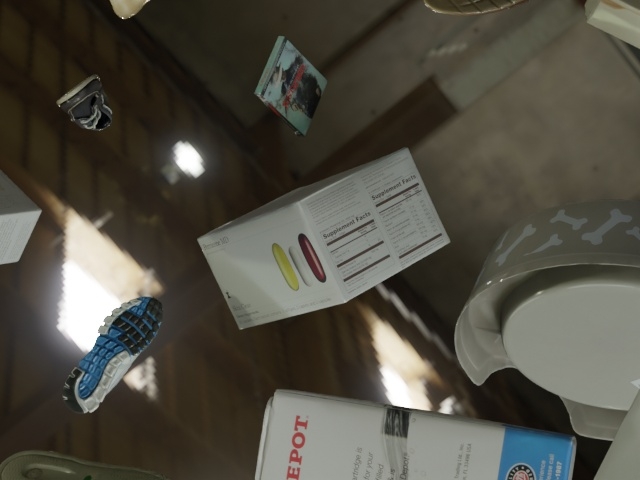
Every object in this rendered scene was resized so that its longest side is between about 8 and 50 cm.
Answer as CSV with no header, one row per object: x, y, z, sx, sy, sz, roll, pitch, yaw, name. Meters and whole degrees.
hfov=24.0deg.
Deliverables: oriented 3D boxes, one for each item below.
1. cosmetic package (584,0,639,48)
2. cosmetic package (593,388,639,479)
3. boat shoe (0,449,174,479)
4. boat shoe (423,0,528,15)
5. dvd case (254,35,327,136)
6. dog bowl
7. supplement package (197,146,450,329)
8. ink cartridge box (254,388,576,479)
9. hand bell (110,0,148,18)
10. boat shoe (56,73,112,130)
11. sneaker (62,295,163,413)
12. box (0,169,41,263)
0.351,-0.242,1.657,0.115,0.041,0.060,25,-151,-8,cosmetic package
0.393,0.251,0.957,0.394,0.327,0.329,-4,-144,-36,cosmetic package
-0.205,0.268,1.462,0.084,0.233,0.079,-52,-34,-53,boat shoe
0.189,-0.268,1.569,0.060,0.178,0.064,126,130,-82,boat shoe
-0.038,-0.201,1.972,0.013,0.087,0.119,11,162,36,dvd case
0.320,0.086,1.588,0.349,0.349,0.102,42,-132,-35,dog bowl
0.000,0.000,2.034,0.204,0.262,0.145,-28,-85,-36,supplement package
0.117,0.362,1.965,0.166,0.395,0.285,28,-109,-77,ink cartridge box
-0.030,-0.226,1.109,0.126,0.242,0.126,1,-90,-84,hand bell
-0.354,-0.207,2.321,0.065,0.075,0.206,54,179,-2,boat shoe
-0.284,0.152,2.086,0.071,0.190,0.083,40,-175,3,sneaker
-0.476,-0.035,1.954,0.130,0.091,0.170,42,-152,24,box
